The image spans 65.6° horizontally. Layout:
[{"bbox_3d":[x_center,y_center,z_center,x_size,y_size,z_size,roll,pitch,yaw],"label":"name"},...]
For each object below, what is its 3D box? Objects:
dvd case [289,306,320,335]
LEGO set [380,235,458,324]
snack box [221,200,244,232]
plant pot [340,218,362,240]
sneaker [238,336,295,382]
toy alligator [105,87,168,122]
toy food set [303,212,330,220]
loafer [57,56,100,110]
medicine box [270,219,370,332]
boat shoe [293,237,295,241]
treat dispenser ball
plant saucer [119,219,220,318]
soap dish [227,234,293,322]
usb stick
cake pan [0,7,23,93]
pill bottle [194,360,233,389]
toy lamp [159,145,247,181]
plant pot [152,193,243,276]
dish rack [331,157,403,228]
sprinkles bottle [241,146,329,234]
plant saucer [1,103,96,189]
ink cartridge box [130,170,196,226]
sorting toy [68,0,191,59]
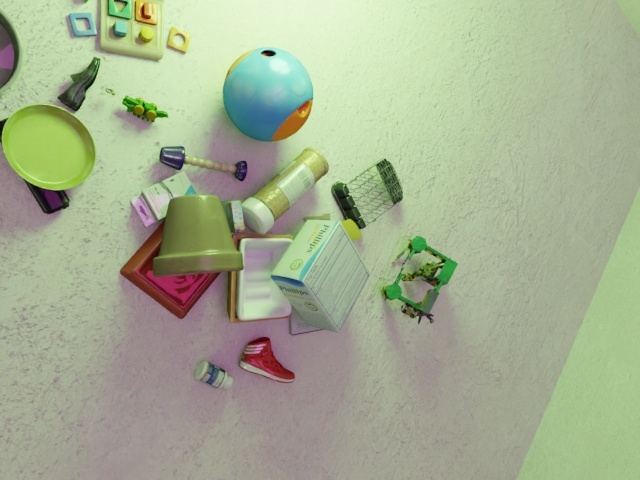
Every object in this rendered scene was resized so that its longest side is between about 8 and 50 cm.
[{"bbox_3d":[-0.033,0.216,1.846,0.180,0.022,0.253,-5,99,-28],"label":"dvd case"},{"bbox_3d":[0.394,0.160,2.028,0.254,0.192,0.332,22,79,1],"label":"LEGO set"},{"bbox_3d":[-0.291,-0.079,1.620,0.037,0.141,0.100,-12,100,-27],"label":"snack box"},{"bbox_3d":[0.095,-0.033,1.874,0.081,0.081,0.083,-19,91,-26],"label":"plant pot"},{"bbox_3d":[-0.169,0.419,1.758,0.221,0.087,0.128,25,83,-29],"label":"sneaker"},{"bbox_3d":[-0.559,-0.400,1.504,0.189,0.056,0.051,18,125,-29],"label":"toy alligator"},{"bbox_3d":[0.000,0.000,1.844,0.132,0.038,0.192,-8,98,-28],"label":"toy food set"},{"bbox_3d":[-0.687,-0.458,1.423,0.061,0.062,0.170,28,79,-23],"label":"loafer"},{"bbox_3d":[0.010,0.120,1.703,0.264,0.149,0.289,-58,133,-30],"label":"medicine box"},{"bbox_3d":[-0.077,0.025,1.793,0.136,0.049,0.043,16,119,-11],"label":"boat shoe"},{"bbox_3d":[-0.165,-0.460,1.577,0.287,0.288,0.289,-2,95,-29],"label":"treat dispenser ball"},{"bbox_3d":[-0.454,0.083,1.598,0.258,0.047,0.259,45,72,-24],"label":"plant saucer"},{"bbox_3d":[-0.208,0.124,1.683,0.228,0.118,0.291,0,94,-36],"label":"soap dish"},{"bbox_3d":[-0.803,-0.206,1.386,0.077,0.045,0.278,-30,108,-19],"label":"usb stick"},{"bbox_3d":[-0.937,-0.501,1.284,0.293,0.054,0.294,-2,95,-28],"label":"cake pan"},{"bbox_3d":[-0.355,0.457,1.667,0.120,0.067,0.067,35,77,-26],"label":"pill bottle"},{"bbox_3d":[-0.375,-0.250,1.600,0.274,0.080,0.080,7,90,-31],"label":"toy lamp"},{"bbox_3d":[-0.368,-0.013,1.479,0.262,0.263,0.230,-3,86,-28],"label":"plant pot"},{"bbox_3d":[0.194,-0.184,1.922,0.271,0.074,0.208,-36,111,-24],"label":"dish rack"},{"bbox_3d":[-0.119,-0.173,1.689,0.355,0.121,0.121,-46,113,-29],"label":"sprinkles bottle"},{"bbox_3d":[-0.751,-0.255,1.380,0.240,0.037,0.241,11,74,-45],"label":"plant saucer"},{"bbox_3d":[-0.484,-0.128,1.549,0.180,0.060,0.104,-31,99,-23],"label":"ink cartridge box"},{"bbox_3d":[-0.557,-0.656,1.485,0.347,0.047,0.196,0,94,-29],"label":"sorting toy"}]
